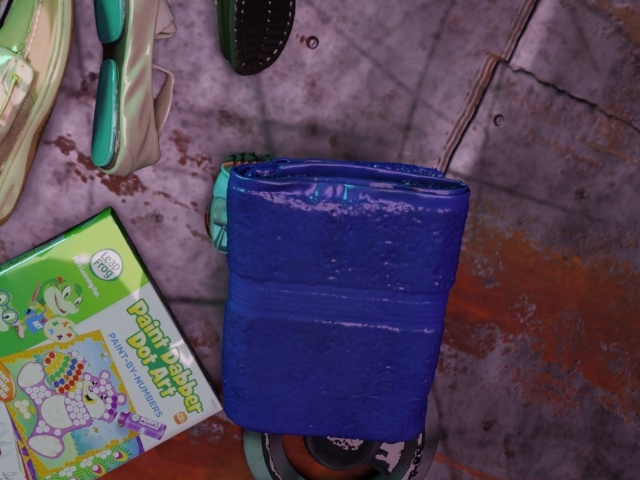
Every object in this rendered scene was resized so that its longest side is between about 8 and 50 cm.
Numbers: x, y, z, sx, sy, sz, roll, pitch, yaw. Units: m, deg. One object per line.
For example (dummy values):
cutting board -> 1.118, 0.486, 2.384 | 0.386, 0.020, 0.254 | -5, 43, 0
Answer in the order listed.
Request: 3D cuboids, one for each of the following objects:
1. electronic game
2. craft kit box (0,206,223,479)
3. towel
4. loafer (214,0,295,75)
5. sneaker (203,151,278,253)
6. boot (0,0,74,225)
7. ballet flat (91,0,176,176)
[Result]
electronic game -> 0.025, 0.220, 0.999 | 0.229, 0.048, 0.229 | -1, 96, -6
craft kit box -> -0.269, 0.131, 0.916 | 0.246, 0.061, 0.250 | -30, 107, -7
towel -> 0.016, 0.063, 0.878 | 0.227, 0.076, 0.308 | 5, 118, -1
loafer -> -0.077, -0.278, 0.865 | 0.080, 0.078, 0.220 | -17, 120, -37
sneaker -> 0.000, 0.000, 0.937 | 0.261, 0.104, 0.125 | 21, 114, -12
boot -> -0.352, -0.155, 0.788 | 0.203, 0.095, 0.262 | 14, 105, -35
ballet flat -> -0.184, -0.188, 0.861 | 0.086, 0.086, 0.249 | 3, 103, -13
